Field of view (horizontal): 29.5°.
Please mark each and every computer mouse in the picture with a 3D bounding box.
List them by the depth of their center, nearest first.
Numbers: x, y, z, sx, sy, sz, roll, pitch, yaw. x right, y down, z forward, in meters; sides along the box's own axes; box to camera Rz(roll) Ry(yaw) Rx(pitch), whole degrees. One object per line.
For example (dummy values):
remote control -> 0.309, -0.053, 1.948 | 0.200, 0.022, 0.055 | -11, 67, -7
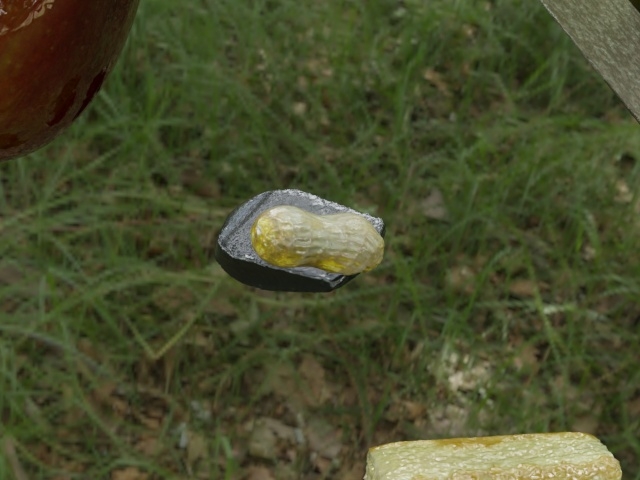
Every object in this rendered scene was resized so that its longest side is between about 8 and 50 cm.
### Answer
computer mouse -> -0.033, 0.014, 1.839 | 0.295, 0.087, 0.168 | 16, 49, 37

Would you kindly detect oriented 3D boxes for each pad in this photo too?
pad -> 0.201, -0.153, 0.856 | 0.235, 0.003, 0.158 | 53, 34, 7

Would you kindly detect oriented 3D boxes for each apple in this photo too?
apple -> -0.269, -0.213, 0.885 | 0.288, 0.317, 0.288 | 35, 16, -12

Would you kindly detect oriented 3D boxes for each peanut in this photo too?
peanut -> 0.000, 0.000, 1.613 | 0.206, 0.087, 0.087 | 9, 36, -35

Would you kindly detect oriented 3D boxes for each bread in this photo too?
bread -> 0.255, 0.390, 1.857 | 0.375, 0.165, 0.236 | -4, 7, -5

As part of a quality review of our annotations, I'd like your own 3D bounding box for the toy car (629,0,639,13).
toy car -> 0.396, -0.221, 1.124 | 0.204, 0.198, 0.248 | -26, 65, -17
